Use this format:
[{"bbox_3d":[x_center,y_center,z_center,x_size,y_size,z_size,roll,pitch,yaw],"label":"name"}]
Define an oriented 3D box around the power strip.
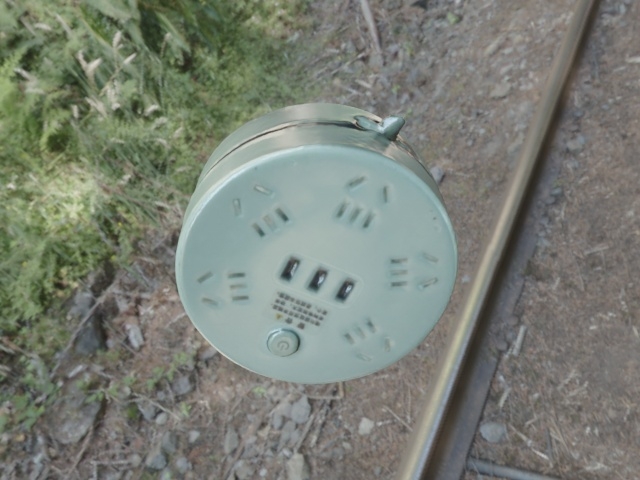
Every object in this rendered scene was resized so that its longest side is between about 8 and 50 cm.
[{"bbox_3d":[0.000,0.000,0.740,0.357,0.358,0.161,-27,28,13],"label":"power strip"}]
